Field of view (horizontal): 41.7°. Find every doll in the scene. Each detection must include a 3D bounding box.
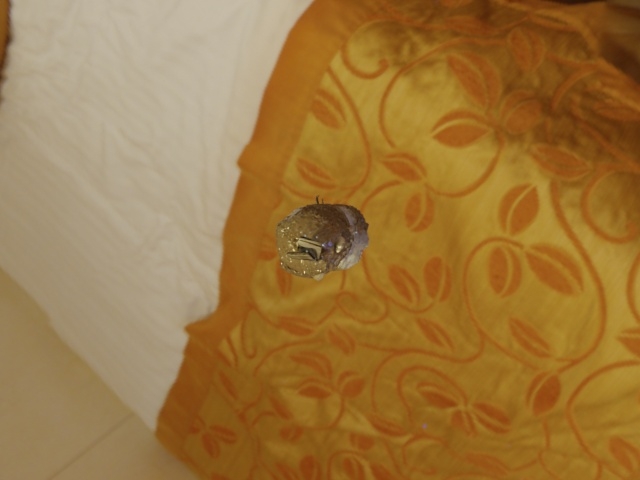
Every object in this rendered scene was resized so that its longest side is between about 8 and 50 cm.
[{"bbox_3d":[-0.006,0.004,1.187,0.115,0.221,0.105,41,114,7],"label":"doll"}]
